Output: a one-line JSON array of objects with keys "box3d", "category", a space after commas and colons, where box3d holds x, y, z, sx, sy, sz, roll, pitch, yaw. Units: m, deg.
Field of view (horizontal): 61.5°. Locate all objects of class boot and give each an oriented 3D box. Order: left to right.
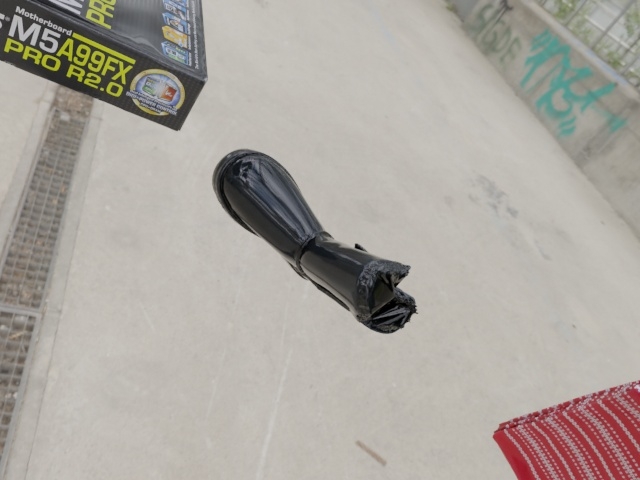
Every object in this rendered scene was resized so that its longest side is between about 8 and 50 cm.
[{"box3d": [0.000, 0.000, 0.649, 0.207, 0.094, 0.246, 27, -18, 49], "category": "boot"}]

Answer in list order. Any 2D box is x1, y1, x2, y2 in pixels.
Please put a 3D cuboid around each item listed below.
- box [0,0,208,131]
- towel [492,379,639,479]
[{"box3d": [-0.216, -0.234, 0.485, 0.216, 0.060, 0.270, 20, 37, -31], "category": "box"}, {"box3d": [0.356, 0.303, 0.685, 0.031, 0.275, 0.198, -15, 68, -31], "category": "towel"}]
